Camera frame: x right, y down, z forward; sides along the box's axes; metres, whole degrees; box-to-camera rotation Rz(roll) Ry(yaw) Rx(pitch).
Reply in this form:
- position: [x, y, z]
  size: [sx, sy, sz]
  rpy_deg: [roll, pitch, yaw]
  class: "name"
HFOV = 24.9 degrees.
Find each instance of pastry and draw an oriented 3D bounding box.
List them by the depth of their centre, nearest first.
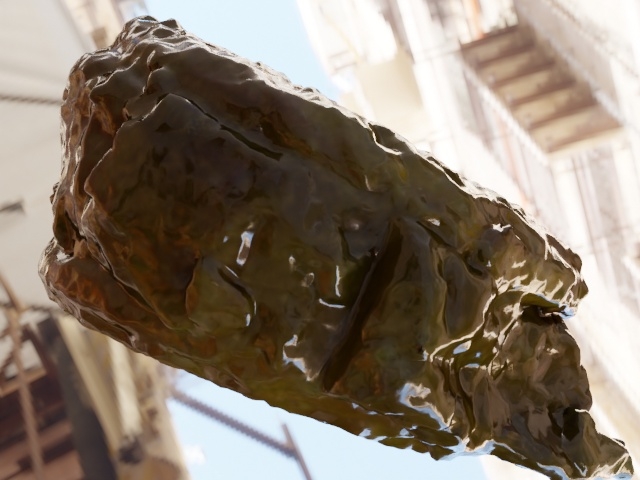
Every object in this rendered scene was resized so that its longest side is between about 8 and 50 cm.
- position: [0.000, 0.000, 0.607]
  size: [0.235, 0.240, 0.132]
  rpy_deg: [19, -90, 50]
  class: "pastry"
